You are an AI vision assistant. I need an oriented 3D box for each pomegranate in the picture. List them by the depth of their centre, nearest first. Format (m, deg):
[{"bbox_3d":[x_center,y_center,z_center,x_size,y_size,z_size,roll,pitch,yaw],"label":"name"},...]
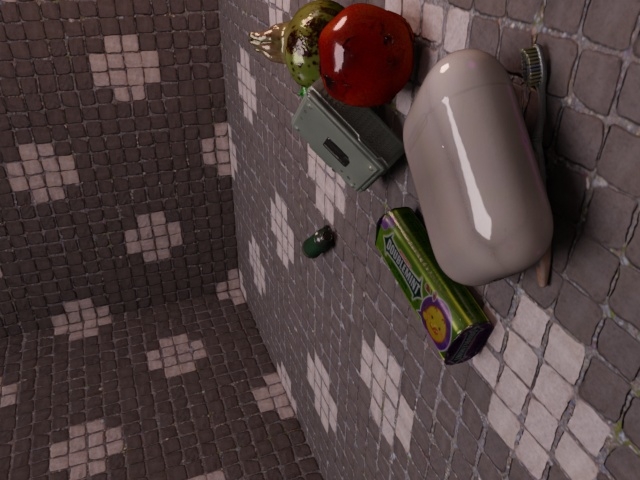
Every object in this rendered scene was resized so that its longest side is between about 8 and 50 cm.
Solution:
[{"bbox_3d":[0.093,-0.384,1.150,0.235,0.210,0.210,-94,3,-61],"label":"pomegranate"},{"bbox_3d":[-0.029,-0.490,1.356,0.204,0.276,0.222,-58,5,36],"label":"pomegranate"}]

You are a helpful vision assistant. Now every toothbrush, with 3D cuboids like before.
[{"bbox_3d":[0.335,-0.105,0.852,0.028,0.037,0.376,-147,46,-69],"label":"toothbrush"}]

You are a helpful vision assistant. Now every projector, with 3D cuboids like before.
[{"bbox_3d":[0.056,-0.245,1.312,0.256,0.099,0.192,45,161,-2],"label":"projector"}]

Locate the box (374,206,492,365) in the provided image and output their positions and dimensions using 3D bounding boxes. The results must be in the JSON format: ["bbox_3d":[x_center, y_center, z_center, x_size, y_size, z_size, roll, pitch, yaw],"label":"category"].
[{"bbox_3d":[0.224,0.085,1.180,0.134,0.097,0.346,100,153,-44],"label":"box"}]

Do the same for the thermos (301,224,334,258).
[{"bbox_3d":[0.000,0.005,1.864,0.073,0.083,0.187,56,158,1],"label":"thermos"}]

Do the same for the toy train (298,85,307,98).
[{"bbox_3d":[-0.010,-0.426,1.561,0.085,0.119,0.252,172,88,-71],"label":"toy train"}]

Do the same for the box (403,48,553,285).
[{"bbox_3d":[0.242,-0.105,0.901,0.289,0.141,0.349,101,156,-78],"label":"box"}]
